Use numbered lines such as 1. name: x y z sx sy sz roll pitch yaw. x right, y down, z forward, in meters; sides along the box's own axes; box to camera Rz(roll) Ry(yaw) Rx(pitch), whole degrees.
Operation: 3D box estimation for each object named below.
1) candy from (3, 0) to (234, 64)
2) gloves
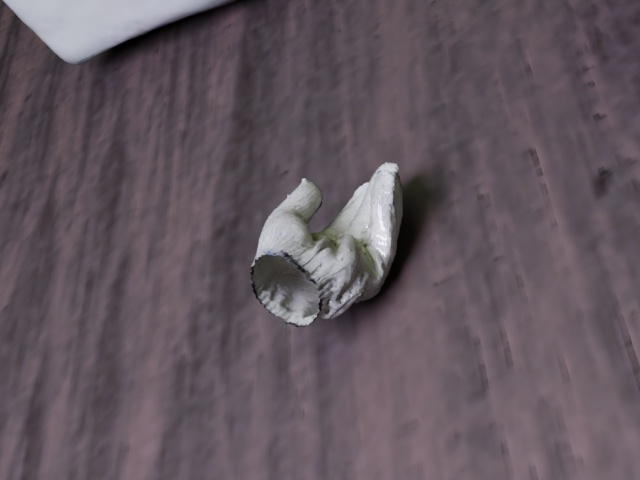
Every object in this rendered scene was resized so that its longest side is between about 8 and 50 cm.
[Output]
1. candy: -0.125 -0.250 0.564 0.208 0.358 0.145 -24 35 30
2. gloves: 0.000 0.001 0.411 0.044 0.037 0.081 31 51 20
